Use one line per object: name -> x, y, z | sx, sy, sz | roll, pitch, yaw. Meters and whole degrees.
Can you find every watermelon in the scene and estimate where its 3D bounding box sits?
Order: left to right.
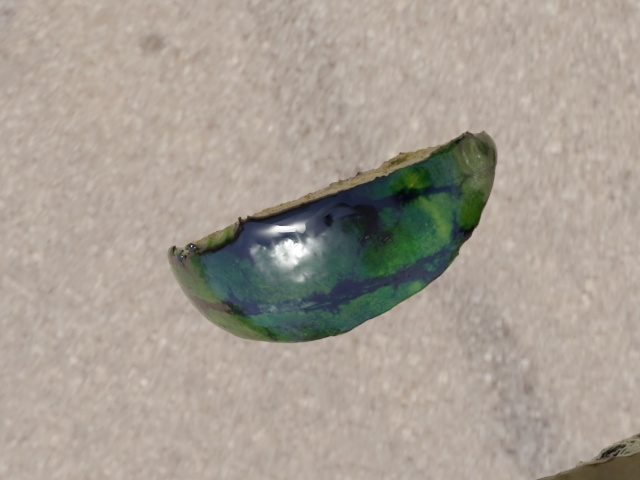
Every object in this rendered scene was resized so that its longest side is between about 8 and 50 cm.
watermelon -> 0.000, 0.000, 1.298 | 0.301, 0.129, 0.123 | -20, 114, 21

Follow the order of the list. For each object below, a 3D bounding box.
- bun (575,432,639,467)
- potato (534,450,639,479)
bun -> 0.191, 0.196, 1.044 | 0.108, 0.221, 0.221 | 43, 116, 4
potato -> 0.150, 0.172, 0.718 | 0.141, 0.298, 0.176 | -31, 91, 46
